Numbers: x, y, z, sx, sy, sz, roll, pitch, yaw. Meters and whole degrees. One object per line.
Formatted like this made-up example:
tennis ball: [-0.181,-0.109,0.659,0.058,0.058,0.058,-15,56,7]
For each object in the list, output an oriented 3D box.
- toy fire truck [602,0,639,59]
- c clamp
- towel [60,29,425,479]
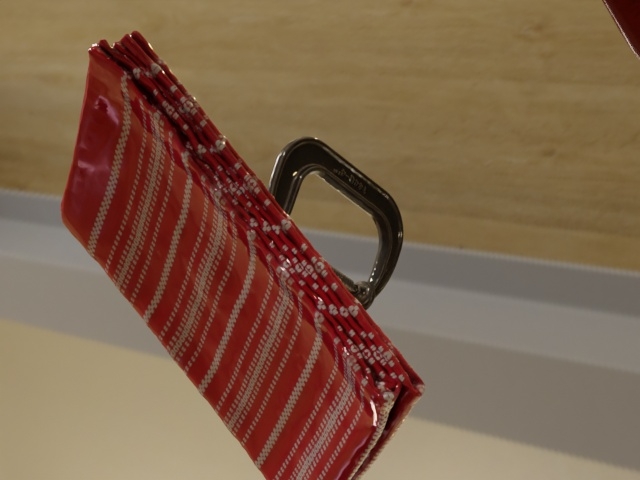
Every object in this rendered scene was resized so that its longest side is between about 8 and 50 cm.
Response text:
toy fire truck: [0.171,-0.121,0.376,0.217,0.246,0.158,-28,-57,17]
c clamp: [0.000,0.000,0.993,0.022,0.160,0.137,-9,-118,45]
towel: [-0.062,0.031,0.808,0.275,0.031,0.199,50,-33,17]
